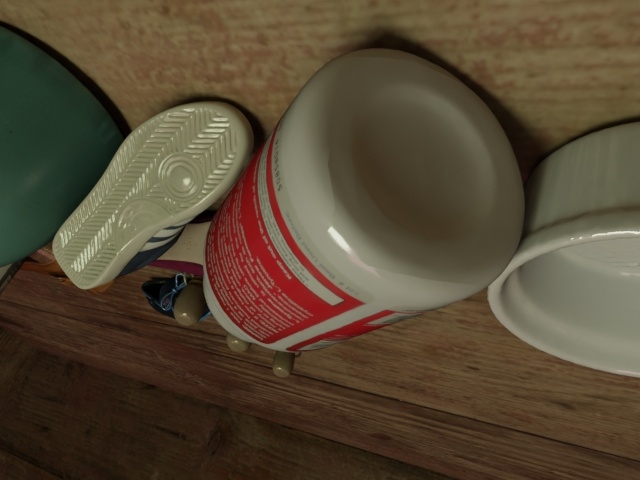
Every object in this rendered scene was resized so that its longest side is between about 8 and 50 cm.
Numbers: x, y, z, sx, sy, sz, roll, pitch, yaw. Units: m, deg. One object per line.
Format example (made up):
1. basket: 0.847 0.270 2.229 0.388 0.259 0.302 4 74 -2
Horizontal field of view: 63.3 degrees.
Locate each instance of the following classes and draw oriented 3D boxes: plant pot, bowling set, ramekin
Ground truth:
1. plant pot: -0.456 -0.102 0.703 0.292 0.235 0.293 21 151 12
2. bowling set: -0.107 0.113 0.981 0.287 0.154 0.200 35 130 -20
3. ramekin: 0.310 0.017 0.489 0.277 0.135 0.277 16 152 9

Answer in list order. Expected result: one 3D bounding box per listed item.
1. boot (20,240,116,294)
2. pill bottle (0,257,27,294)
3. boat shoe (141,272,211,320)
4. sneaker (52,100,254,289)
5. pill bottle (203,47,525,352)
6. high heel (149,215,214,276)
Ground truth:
1. boot: -0.647 0.061 1.298 0.283 0.109 0.220 -21 134 42
2. pill bottle: -0.693 0.033 0.986 0.204 0.361 0.204 17 151 10
3. boat shoe: -0.330 0.132 1.173 0.258 0.109 0.089 -10 135 41
4. sneaker: -0.212 -0.066 0.714 0.350 0.148 0.131 -32 90 24
5. pill bottle: 0.000 0.000 0.585 0.228 0.229 0.407 30 150 -14
6. high heel: -0.170 0.009 0.901 0.376 0.127 0.181 12 -175 5
